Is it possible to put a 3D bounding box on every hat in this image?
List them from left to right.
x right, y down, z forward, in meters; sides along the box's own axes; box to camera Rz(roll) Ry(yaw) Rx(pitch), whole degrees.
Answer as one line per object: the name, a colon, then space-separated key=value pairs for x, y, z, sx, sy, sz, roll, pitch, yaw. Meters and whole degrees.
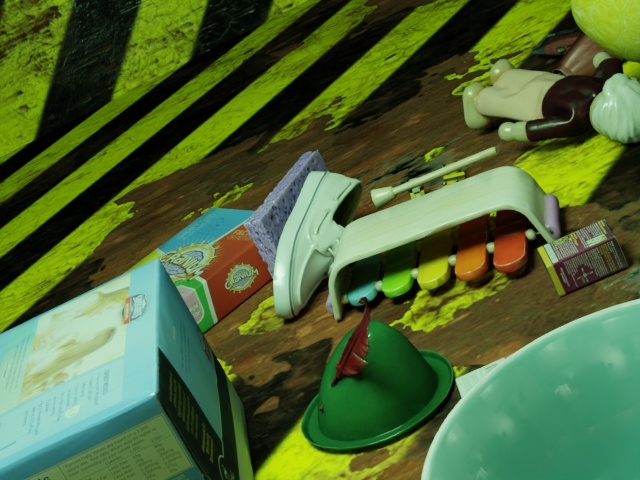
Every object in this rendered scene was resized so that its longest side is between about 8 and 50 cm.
hat: x=0.034 y=0.100 z=1.259 sx=0.208 sy=0.184 sz=0.173 roll=-9 pitch=27 yaw=38

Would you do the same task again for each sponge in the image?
sponge: x=-0.030 y=-0.032 z=1.731 sx=0.031 sy=0.117 sz=0.210 roll=-14 pitch=25 yaw=34

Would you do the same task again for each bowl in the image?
bowl: x=0.242 y=0.188 z=0.841 sx=0.311 sy=0.163 sz=0.311 roll=-23 pitch=21 yaw=9
bowl: x=0.505 y=-0.334 z=1.619 sx=0.289 sy=0.289 sz=0.156 roll=-27 pitch=56 yaw=0

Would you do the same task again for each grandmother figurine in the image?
grandmother figurine: x=0.352 y=-0.198 z=1.703 sx=0.208 sy=0.104 sz=0.342 roll=-48 pitch=28 yaw=-9

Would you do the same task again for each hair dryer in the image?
hair dryer: x=0.436 y=-0.314 z=1.929 sx=0.223 sy=0.080 sz=0.293 roll=-33 pitch=10 yaw=32

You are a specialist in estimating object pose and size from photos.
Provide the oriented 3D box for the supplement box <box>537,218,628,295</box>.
supplement box: x=0.293 y=0.019 z=1.334 sx=0.083 sy=0.043 sz=0.055 roll=-25 pitch=21 yaw=9

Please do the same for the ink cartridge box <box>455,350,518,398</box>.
ink cartridge box: x=0.201 y=0.146 z=1.138 sx=0.122 sy=0.052 sz=0.088 roll=-26 pitch=21 yaw=7

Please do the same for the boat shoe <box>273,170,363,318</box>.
boat shoe: x=0.000 y=0.000 z=1.635 sx=0.084 sy=0.095 sz=0.258 roll=4 pitch=51 yaw=16

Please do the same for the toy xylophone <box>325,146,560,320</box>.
toy xylophone: x=0.151 y=-0.016 z=1.528 sx=0.322 sy=0.081 sz=0.236 roll=-17 pitch=24 yaw=26

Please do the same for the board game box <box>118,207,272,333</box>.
board game box: x=-0.203 y=0.066 z=1.785 sx=0.316 sy=0.064 sz=0.242 roll=-39 pitch=24 yaw=-28

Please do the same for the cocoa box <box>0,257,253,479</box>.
cocoa box: x=-0.215 y=0.212 z=1.234 sx=0.231 sy=0.228 sz=0.347 roll=-26 pitch=21 yaw=2

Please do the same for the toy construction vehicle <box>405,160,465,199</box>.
toy construction vehicle: x=0.170 y=-0.074 z=1.718 sx=0.085 sy=0.035 sz=0.098 roll=-15 pitch=25 yaw=2
